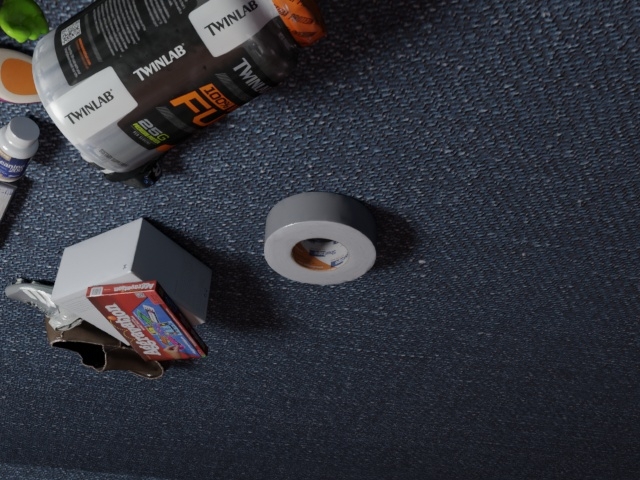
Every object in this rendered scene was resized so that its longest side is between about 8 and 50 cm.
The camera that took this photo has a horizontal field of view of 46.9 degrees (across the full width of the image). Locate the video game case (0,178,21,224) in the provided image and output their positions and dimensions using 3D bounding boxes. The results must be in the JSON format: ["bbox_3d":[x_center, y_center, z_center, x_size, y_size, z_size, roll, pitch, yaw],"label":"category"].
[{"bbox_3d":[-0.728,-0.084,1.399,0.248,0.035,0.275,22,141,-24],"label":"video game case"}]

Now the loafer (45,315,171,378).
[{"bbox_3d":[-0.524,0.269,1.797,0.134,0.130,0.366,-24,136,33],"label":"loafer"}]

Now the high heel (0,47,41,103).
[{"bbox_3d":[-0.522,-0.249,1.144,0.244,0.082,0.117,-1,-179,-20],"label":"high heel"}]

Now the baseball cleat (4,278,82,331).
[{"bbox_3d":[-0.612,0.146,1.648,0.206,0.109,0.072,1,159,7],"label":"baseball cleat"}]

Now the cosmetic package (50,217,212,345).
[{"bbox_3d":[-0.386,0.091,1.531,0.224,0.138,0.225,-18,141,26],"label":"cosmetic package"}]

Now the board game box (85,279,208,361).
[{"bbox_3d":[-0.345,0.170,1.500,0.145,0.027,0.281,-5,144,13],"label":"board game box"}]

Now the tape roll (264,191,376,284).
[{"bbox_3d":[0.000,0.000,1.435,0.219,0.072,0.219,2,144,1],"label":"tape roll"}]

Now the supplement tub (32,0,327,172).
[{"bbox_3d":[-0.175,-0.249,0.946,0.338,0.207,0.207,-28,136,15],"label":"supplement tub"}]

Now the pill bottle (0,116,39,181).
[{"bbox_3d":[-0.521,-0.156,1.255,0.067,0.067,0.120,23,140,-26],"label":"pill bottle"}]

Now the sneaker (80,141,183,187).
[{"bbox_3d":[-0.285,-0.150,1.249,0.217,0.079,0.121,-7,147,28],"label":"sneaker"}]

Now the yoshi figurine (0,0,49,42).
[{"bbox_3d":[-0.406,-0.307,0.857,0.362,0.203,0.203,-15,123,1],"label":"yoshi figurine"}]
